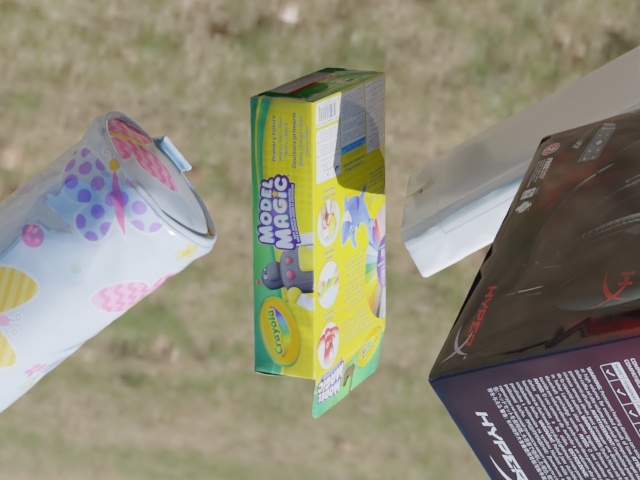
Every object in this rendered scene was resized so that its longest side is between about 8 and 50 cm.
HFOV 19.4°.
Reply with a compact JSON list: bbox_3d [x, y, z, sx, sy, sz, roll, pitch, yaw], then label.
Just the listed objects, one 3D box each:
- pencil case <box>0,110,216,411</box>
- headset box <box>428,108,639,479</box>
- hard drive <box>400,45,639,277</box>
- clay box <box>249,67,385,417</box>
[{"bbox_3d":[-0.196,0.037,1.205,0.113,0.273,0.124,52,-167,1],"label":"pencil case"},{"bbox_3d":[0.228,0.012,0.916,0.293,0.218,0.110,-15,119,35],"label":"headset box"},{"bbox_3d":[0.200,-0.085,1.290,0.308,0.040,0.203,-29,-169,11],"label":"hard drive"},{"bbox_3d":[0.000,0.000,1.295,0.053,0.222,0.127,7,-164,23],"label":"clay box"}]
